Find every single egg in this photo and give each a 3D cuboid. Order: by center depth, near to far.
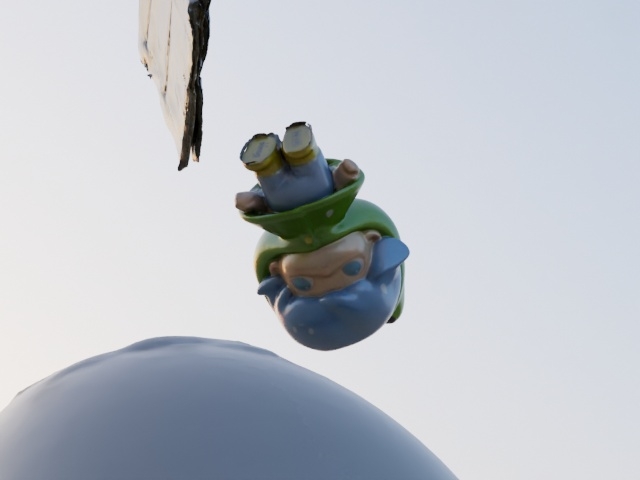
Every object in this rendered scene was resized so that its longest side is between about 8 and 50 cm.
[{"bbox_3d":[-0.019,0.139,0.338,0.176,0.232,0.176,-19,-33,-12],"label":"egg"}]

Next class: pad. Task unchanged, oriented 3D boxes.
[{"bbox_3d":[-0.135,-0.190,1.231,0.022,0.233,0.174,-4,-54,-17],"label":"pad"}]

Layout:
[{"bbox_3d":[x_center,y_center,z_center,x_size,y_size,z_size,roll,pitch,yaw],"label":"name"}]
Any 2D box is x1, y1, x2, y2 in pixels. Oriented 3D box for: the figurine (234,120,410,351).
[{"bbox_3d":[0.000,0.000,1.395,0.162,0.143,0.263,-21,-55,2],"label":"figurine"}]
